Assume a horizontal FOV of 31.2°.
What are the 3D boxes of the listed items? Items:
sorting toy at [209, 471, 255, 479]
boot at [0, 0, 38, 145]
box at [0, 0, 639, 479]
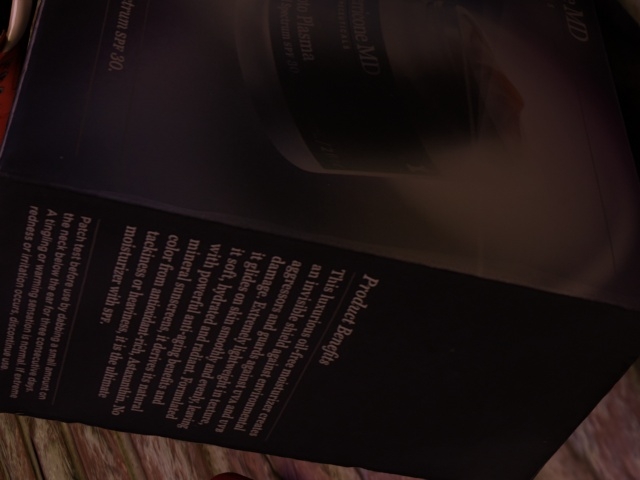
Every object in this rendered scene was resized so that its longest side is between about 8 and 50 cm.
[{"bbox_3d":[-0.057,0.149,1.094,0.126,0.127,0.365,-17,78,33],"label":"sorting toy"},{"bbox_3d":[-0.166,-0.082,0.535,0.084,0.059,0.158,-117,42,-63],"label":"boot"},{"bbox_3d":[-0.008,-0.052,0.611,0.182,0.294,0.296,116,161,-45],"label":"box"}]
